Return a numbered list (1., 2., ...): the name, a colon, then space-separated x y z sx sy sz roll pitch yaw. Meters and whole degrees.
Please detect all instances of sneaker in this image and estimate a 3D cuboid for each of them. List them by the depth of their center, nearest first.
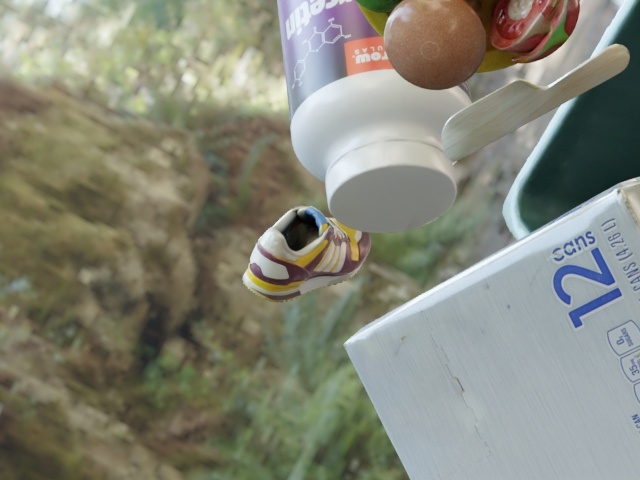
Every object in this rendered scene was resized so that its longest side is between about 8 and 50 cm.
1. sneaker: 0.000 0.000 1.767 0.185 0.069 0.084 -29 -31 -51

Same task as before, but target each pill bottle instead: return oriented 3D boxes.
1. pill bottle: 0.054 -0.177 1.740 0.181 0.181 0.323 121 148 -53

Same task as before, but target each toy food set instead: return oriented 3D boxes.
1. toy food set: 0.065 -0.140 0.870 0.128 0.218 0.071 -21 19 23

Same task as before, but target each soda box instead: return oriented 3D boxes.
1. soda box: 0.123 0.126 0.476 0.098 0.286 0.091 -31 -8 30

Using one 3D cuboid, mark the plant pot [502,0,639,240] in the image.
1. plant pot: 0.322 -0.025 1.157 0.247 0.252 0.248 -61 33 23
